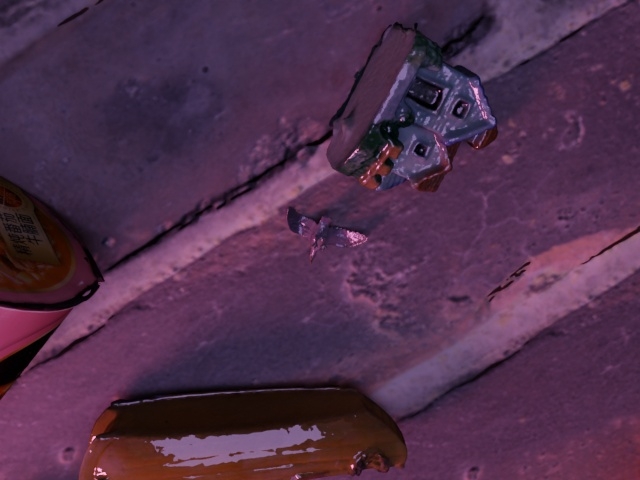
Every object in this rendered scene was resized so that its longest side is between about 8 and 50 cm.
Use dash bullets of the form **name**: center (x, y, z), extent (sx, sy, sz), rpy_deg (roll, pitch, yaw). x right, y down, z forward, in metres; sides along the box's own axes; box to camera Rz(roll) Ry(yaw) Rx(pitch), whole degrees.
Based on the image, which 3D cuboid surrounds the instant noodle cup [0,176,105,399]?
- **instant noodle cup**: center (-0.355, 0.079, 0.845), extent (0.244, 0.244, 0.255), rpy_deg (30, 108, -11)

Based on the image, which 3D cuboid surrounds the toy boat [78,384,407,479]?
- **toy boat**: center (-0.074, 0.217, 0.957), extent (0.321, 0.089, 0.121), rpy_deg (-4, 110, -6)

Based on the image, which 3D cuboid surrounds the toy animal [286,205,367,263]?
- **toy animal**: center (0.000, 0.000, 0.938), extent (0.084, 0.028, 0.050), rpy_deg (22, 93, -9)

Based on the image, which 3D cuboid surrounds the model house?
- **model house**: center (0.101, -0.104, 0.884), extent (0.149, 0.119, 0.148), rpy_deg (22, 101, -18)
